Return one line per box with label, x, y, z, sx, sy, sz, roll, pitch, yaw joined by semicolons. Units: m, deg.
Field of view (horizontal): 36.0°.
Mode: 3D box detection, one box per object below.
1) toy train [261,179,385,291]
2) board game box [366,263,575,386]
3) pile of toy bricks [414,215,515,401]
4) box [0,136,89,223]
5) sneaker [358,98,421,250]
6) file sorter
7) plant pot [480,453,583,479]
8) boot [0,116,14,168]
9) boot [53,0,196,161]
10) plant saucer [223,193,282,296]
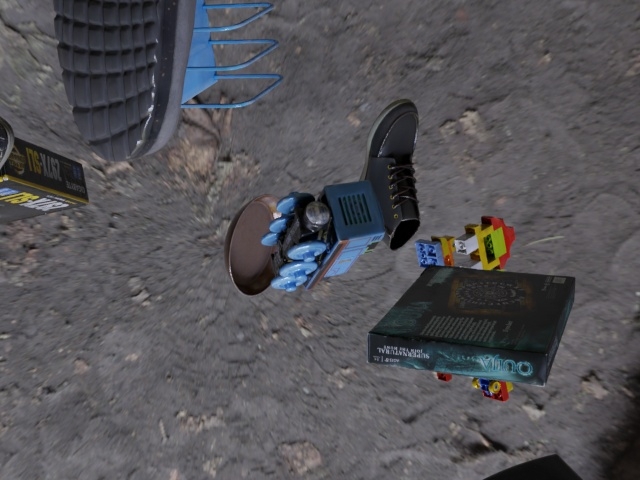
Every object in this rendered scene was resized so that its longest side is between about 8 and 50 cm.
toy train;0.000;0.000;1.069;0.105;0.184;0.080;-8;71;-16
board game box;0.121;0.058;0.752;0.126;0.186;0.026;5;105;20
pile of toy bricks;0.184;0.067;1.132;0.105;0.118;0.212;-27;113;-35
box;-0.532;-0.079;1.500;0.257;0.322;0.079;-13;84;6
sneaker;0.125;-0.099;1.514;0.083;0.118;0.222;-8;129;-32
file sorter;-0.110;-0.229;1.012;0.104;0.118;0.170;4;117;23
plant pot;0.279;0.422;1.341;0.166;0.188;0.188;0;108;-19
boot;-0.442;-0.036;1.135;0.085;0.178;0.236;29;96;-13
boot;-0.056;-0.221;0.683;0.222;0.118;0.338;-6;109;-47
plant saucer;-0.107;0.006;1.595;0.029;0.168;0.169;13;88;28
